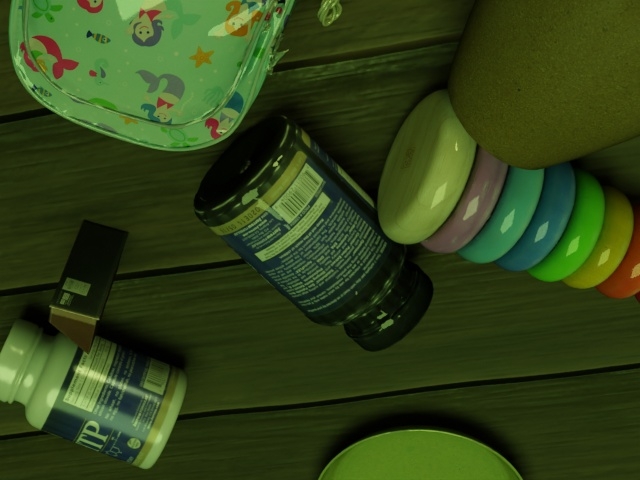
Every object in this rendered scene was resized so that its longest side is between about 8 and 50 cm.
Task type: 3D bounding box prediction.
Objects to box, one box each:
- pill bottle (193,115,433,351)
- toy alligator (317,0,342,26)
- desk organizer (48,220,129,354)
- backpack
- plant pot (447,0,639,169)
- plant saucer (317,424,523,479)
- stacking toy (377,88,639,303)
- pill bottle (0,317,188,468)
[{"bbox_3d":[0.000,0.000,1.096,0.123,0.123,0.219,-34,115,26],"label":"pill bottle"},{"bbox_3d":[0.020,-0.264,0.954,0.051,0.056,0.190,45,131,26],"label":"toy alligator"},{"bbox_3d":[-0.223,0.044,1.145,0.047,0.130,0.050,16,127,-6],"label":"desk organizer"},{"bbox_3d":[-0.131,-0.193,0.942,0.225,0.191,0.253,18,130,-9],"label":"backpack"},{"bbox_3d":[0.217,-0.169,0.912,0.237,0.237,0.254,29,137,-14],"label":"plant pot"},{"bbox_3d":[0.113,0.287,1.343,0.241,0.037,0.241,3,126,4],"label":"plant saucer"},{"bbox_3d":[0.223,-0.016,1.072,0.330,0.141,0.141,20,125,-17],"label":"stacking toy"},{"bbox_3d":[-0.242,0.153,1.235,0.186,0.112,0.112,23,124,-10],"label":"pill bottle"}]
